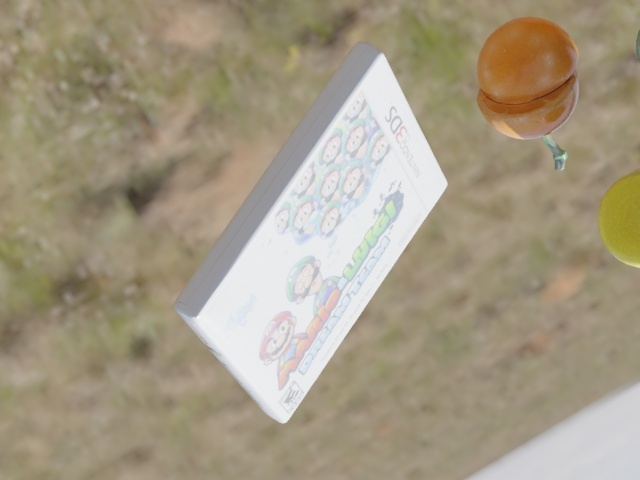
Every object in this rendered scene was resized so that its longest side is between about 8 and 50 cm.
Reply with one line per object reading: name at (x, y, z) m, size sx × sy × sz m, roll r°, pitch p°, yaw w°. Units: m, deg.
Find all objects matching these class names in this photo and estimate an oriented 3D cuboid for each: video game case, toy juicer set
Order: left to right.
video game case at (0.000, 0.000, 0.981) m, size 0.157 × 0.019 × 0.143 m, roll -55°, pitch 153°, yaw -12°
toy juicer set at (0.220, -0.158, 1.127) m, size 0.329 × 0.209 × 0.089 m, roll -55°, pitch 159°, yaw 20°
